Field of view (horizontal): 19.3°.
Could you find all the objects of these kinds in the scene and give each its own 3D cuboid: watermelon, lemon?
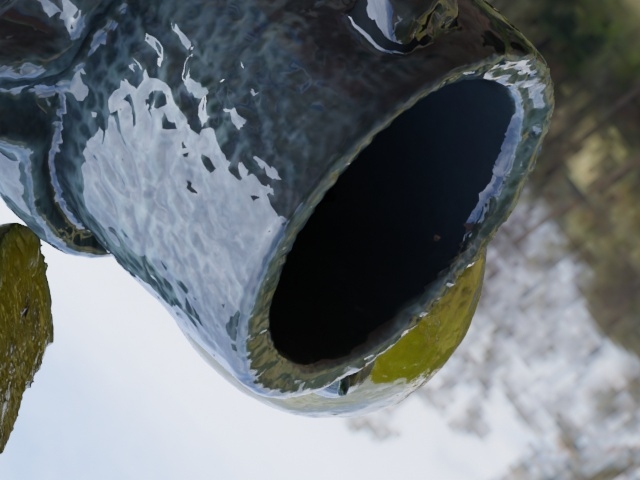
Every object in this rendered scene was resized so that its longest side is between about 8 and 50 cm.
[{"bbox_3d":[-0.229,0.065,1.254,0.129,0.123,0.301,56,-172,-13],"label":"watermelon"},{"bbox_3d":[0.000,0.000,1.803,0.348,0.348,0.348,50,-172,-10],"label":"lemon"}]

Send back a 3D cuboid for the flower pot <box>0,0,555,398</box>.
[{"bbox_3d":[-0.059,-0.088,1.039,0.283,0.299,0.299,43,-176,25],"label":"flower pot"}]

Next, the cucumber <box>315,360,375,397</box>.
[{"bbox_3d":[0.010,0.066,1.297,0.056,0.056,0.250,51,-170,-8],"label":"cucumber"}]
